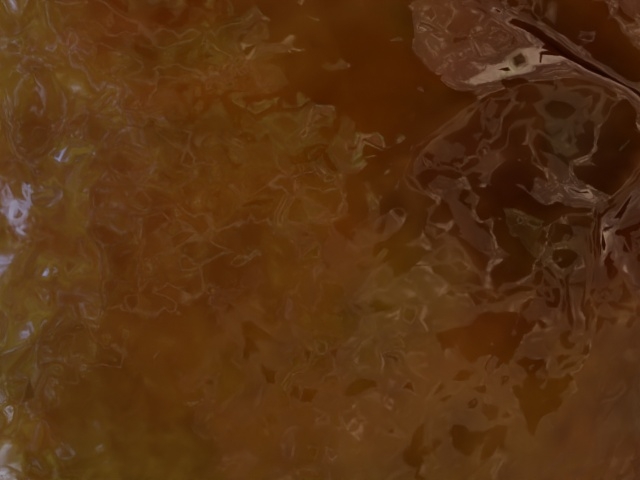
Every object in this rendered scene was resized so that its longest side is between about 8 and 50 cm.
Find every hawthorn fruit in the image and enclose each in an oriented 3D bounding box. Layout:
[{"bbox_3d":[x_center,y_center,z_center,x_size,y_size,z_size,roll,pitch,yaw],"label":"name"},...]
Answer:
[{"bbox_3d":[0.000,0.000,0.802,0.472,0.471,0.472,175,90,-88],"label":"hawthorn fruit"}]
